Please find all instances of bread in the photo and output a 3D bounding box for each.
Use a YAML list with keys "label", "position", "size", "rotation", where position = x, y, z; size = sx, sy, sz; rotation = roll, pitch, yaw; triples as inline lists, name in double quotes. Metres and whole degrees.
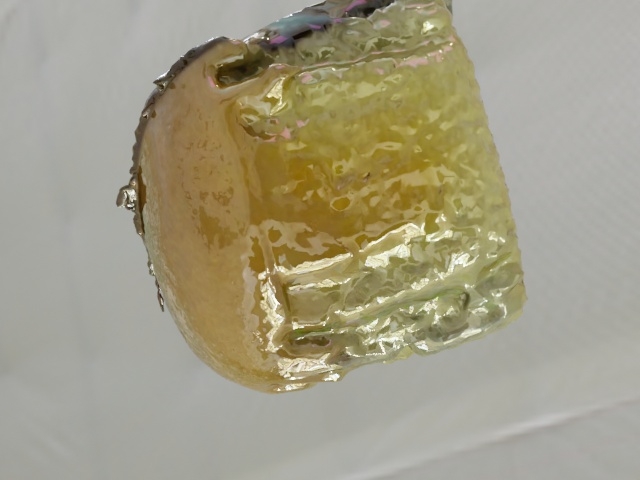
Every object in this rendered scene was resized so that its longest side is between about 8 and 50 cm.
- label: "bread"
  position: [0.000, 0.000, 1.025]
  size: [0.262, 0.204, 0.162]
  rotation: [80, -8, -48]
